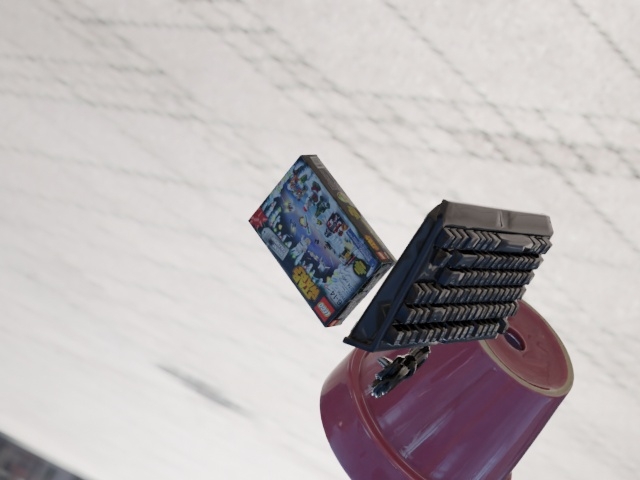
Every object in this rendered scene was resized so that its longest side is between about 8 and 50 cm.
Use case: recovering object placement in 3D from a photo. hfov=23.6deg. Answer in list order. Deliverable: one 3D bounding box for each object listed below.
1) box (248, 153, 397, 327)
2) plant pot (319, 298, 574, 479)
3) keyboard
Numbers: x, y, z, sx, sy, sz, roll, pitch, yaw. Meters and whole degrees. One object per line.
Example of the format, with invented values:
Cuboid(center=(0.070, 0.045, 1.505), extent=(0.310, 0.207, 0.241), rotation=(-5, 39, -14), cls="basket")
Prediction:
Cuboid(center=(0.000, 0.000, 1.433), extent=(0.027, 0.094, 0.137), rotation=(-6, -127, -51), cls="box")
Cuboid(center=(0.129, 0.145, 1.428), extent=(0.201, 0.201, 0.180), rotation=(31, 123, -19), cls="plant pot")
Cuboid(center=(0.065, 0.032, 0.754), extent=(0.023, 0.108, 0.180), rotation=(38, -167, 21), cls="keyboard")
